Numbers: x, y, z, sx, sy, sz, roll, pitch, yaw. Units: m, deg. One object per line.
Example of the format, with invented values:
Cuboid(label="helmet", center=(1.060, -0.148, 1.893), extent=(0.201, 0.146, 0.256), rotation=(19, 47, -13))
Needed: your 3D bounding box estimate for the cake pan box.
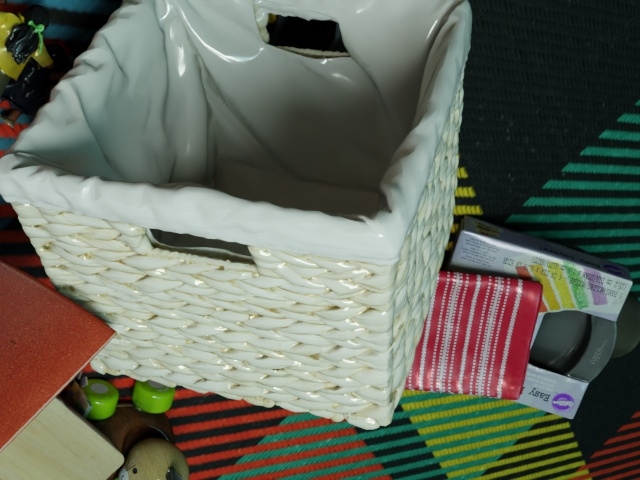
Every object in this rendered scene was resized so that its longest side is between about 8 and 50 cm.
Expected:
Cuboid(label="cake pan box", center=(0.298, 0.118, 1.369), extent=(0.266, 0.070, 0.246), rotation=(18, 114, 2))

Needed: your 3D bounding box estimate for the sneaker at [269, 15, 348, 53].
Cuboid(label="sneaker", center=(0.034, -0.306, 0.955), extent=(0.148, 0.131, 0.350), rotation=(4, 115, -44))

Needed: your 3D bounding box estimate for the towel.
Cuboid(label="towel", center=(0.169, 0.135, 1.314), extent=(0.274, 0.031, 0.199), rotation=(6, 113, -6))

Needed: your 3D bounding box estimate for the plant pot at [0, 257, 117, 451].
Cuboid(label="plant pot", center=(-0.374, 0.125, 0.725), extent=(0.267, 0.236, 0.267), rotation=(-43, -175, 29))

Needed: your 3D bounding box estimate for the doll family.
Cuboid(label="doll family", center=(-0.269, -0.161, 0.861), extent=(0.111, 0.076, 0.193), rotation=(-51, 140, -6))

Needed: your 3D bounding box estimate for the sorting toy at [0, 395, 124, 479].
Cuboid(label="sorting toy", center=(-0.393, 0.230, 0.980), extent=(0.255, 0.089, 0.257), rotation=(-42, 124, -7))

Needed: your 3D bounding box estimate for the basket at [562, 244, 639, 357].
Cuboid(label="basket", center=(0.431, 0.120, 1.527), extent=(0.227, 0.154, 0.204), rotation=(14, 113, -46))

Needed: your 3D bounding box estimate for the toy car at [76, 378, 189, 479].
Cuboid(label="toy car", center=(-0.217, 0.275, 1.093), extent=(0.149, 0.188, 0.155), rotation=(1, 116, -38))

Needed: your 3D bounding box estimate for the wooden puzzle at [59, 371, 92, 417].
Cuboid(label="wooden puzzle", center=(-0.287, 0.191, 1.071), extent=(0.006, 0.049, 0.083), rotation=(8, 123, -50))

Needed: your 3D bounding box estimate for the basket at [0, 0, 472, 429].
Cuboid(label="basket", center=(-0.048, -0.051, 0.848), extent=(0.266, 0.328, 0.331), rotation=(84, 20, -46))
